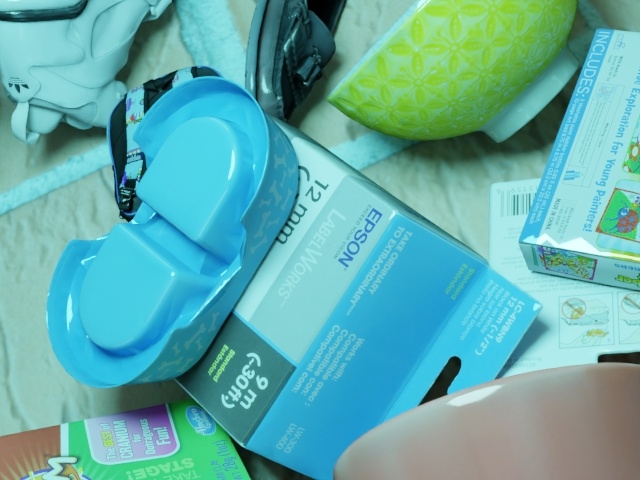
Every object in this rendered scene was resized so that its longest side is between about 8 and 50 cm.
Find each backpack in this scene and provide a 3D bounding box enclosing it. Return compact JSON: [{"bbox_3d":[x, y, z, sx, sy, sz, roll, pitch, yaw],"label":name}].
[{"bbox_3d":[-0.145,-0.094,1.340,0.158,0.117,0.173,-23,53,7],"label":"backpack"}]

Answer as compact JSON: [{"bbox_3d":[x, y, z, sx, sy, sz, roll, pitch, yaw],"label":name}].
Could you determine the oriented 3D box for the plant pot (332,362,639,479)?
[{"bbox_3d":[0.162,0.251,0.907,0.275,0.275,0.243,-18,63,10],"label":"plant pot"}]

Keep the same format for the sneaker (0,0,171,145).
[{"bbox_3d":[-0.261,-0.256,1.491,0.137,0.210,0.366,12,29,28],"label":"sneaker"}]

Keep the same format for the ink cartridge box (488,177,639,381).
[{"bbox_3d":[0.287,0.044,1.107,0.275,0.060,0.239,-6,57,18],"label":"ink cartridge box"}]

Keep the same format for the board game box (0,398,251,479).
[{"bbox_3d":[-0.205,0.256,1.043,0.316,0.064,0.242,-9,37,-23],"label":"board game box"}]

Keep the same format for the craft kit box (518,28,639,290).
[{"bbox_3d":[0.329,-0.067,1.096,0.246,0.061,0.250,10,62,30],"label":"craft kit box"}]

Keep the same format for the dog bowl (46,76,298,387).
[{"bbox_3d":[-0.129,0.000,1.126,0.166,0.074,0.297,36,97,37],"label":"dog bowl"}]

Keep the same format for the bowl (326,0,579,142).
[{"bbox_3d":[0.160,-0.190,1.235,0.156,0.289,0.289,44,78,-6],"label":"bowl"}]

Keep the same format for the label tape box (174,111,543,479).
[{"bbox_3d":[-0.011,0.059,1.140,0.347,0.115,0.249,38,98,38],"label":"label tape box"}]

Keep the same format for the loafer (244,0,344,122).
[{"bbox_3d":[-0.019,-0.239,1.382,0.095,0.109,0.302,2,46,8],"label":"loafer"}]
